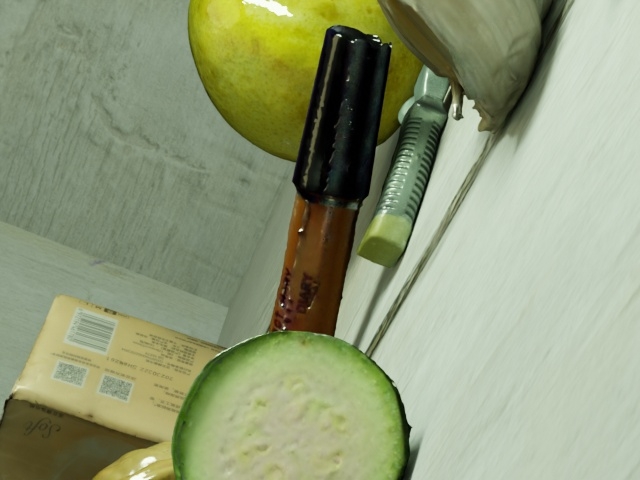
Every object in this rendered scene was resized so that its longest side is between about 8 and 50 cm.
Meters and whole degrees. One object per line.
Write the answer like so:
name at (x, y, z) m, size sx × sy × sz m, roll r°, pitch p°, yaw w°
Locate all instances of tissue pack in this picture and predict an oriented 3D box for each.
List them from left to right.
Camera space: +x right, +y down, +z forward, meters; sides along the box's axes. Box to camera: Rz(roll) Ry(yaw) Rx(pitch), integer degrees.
tissue pack at (-0.184, 0.228, 1.927) m, size 0.238 × 0.305 × 0.238 m, roll -161°, pitch 90°, yaw -86°

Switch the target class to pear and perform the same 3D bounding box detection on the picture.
pear at (-0.012, -0.229, 2.096) m, size 0.304 × 0.304 × 0.304 m, roll -159°, pitch 90°, yaw -85°

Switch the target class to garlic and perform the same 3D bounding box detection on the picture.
garlic at (0.119, -0.194, 1.431) m, size 0.143 × 0.178 × 0.229 m, roll -39°, pitch 24°, yaw -2°

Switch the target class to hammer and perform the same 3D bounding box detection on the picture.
hammer at (0.090, -0.085, 1.778) m, size 0.159 × 0.041 × 0.226 m, roll 116°, pitch 174°, yaw -61°

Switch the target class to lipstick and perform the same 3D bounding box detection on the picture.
lipstick at (0.000, 0.000, 1.782) m, size 0.077 × 0.077 × 0.418 m, roll -90°, pitch 10°, yaw -77°

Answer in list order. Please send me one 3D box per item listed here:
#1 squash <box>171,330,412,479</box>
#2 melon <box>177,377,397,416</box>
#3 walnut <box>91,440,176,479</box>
squash at (-0.020, 0.157, 1.316) m, size 0.123 × 0.170 × 0.170 m, roll 86°, pitch -157°, yaw -72°
melon at (-0.012, 0.161, 1.525) m, size 0.139 × 0.202 × 0.093 m, roll 30°, pitch -122°, yaw -61°
walnut at (-0.130, 0.300, 1.597) m, size 0.224 × 0.257 × 0.257 m, roll 43°, pitch 116°, yaw 50°
